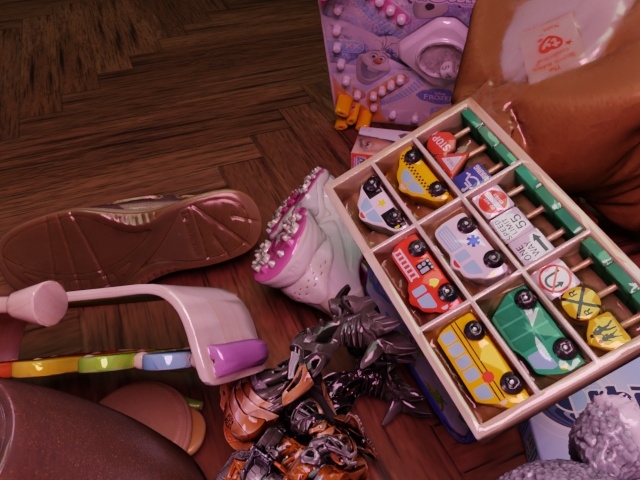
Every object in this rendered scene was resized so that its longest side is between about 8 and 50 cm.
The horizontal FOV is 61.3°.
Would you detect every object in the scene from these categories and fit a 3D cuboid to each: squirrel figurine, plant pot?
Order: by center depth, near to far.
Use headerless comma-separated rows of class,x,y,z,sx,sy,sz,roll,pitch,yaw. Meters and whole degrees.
plant pot,-0.204,0.194,0.373,0.215,0.231,0.216,-4,49,5
squirrel figurine,0.310,-0.096,0.665,0.397,0.370,0.281,-49,46,7

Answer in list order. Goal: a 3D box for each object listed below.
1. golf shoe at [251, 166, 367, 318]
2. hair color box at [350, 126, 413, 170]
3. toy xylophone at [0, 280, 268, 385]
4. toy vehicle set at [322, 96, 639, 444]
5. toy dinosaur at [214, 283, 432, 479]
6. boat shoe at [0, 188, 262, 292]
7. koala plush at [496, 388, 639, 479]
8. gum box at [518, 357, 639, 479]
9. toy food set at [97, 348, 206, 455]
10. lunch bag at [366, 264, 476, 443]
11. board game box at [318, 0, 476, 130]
golf shoe,0.000,0.000,0.737,0.140,0.115,0.306,38,26,-12
hair color box,0.142,-0.144,0.925,0.167,0.053,0.093,7,42,11
toy xylophone,-0.221,0.086,0.461,0.322,0.236,0.081,-8,81,24
toy vehicle set,0.131,0.008,0.457,0.166,0.035,0.267,-32,55,3
toy dinosaur,-0.019,0.157,0.515,0.218,0.164,0.322,-33,69,-11
boat shoe,-0.249,-0.004,0.742,0.341,0.123,0.123,-14,11,-4
koala plush,0.155,0.221,0.348,0.196,0.221,0.203,-37,40,-25
gum box,0.284,0.173,0.560,0.156,0.041,0.184,1,40,2
toy food set,-0.183,0.203,0.544,0.132,0.039,0.192,2,49,12
lunch bag,0.129,0.083,0.550,0.090,0.176,0.219,-20,57,-16
board game box,0.193,-0.286,0.858,0.389,0.390,0.050,8,67,11
